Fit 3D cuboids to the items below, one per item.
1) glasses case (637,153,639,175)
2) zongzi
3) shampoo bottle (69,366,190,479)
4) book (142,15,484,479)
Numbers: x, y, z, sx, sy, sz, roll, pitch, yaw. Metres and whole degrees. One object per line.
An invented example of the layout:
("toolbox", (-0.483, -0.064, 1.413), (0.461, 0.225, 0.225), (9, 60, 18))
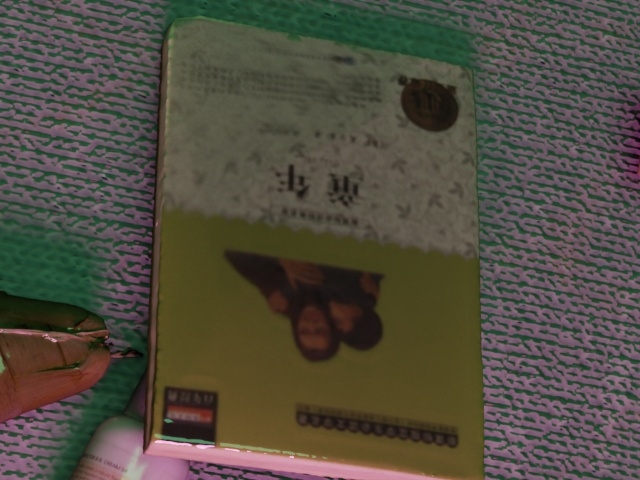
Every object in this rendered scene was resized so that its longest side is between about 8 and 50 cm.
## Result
("glasses case", (0.331, -0.066, 1.549), (0.193, 0.070, 0.102), (10, 107, -14))
("zongzi", (-0.234, 0.038, 1.382), (0.189, 0.081, 0.178), (-21, 78, -22))
("shampoo bottle", (-0.123, 0.145, 1.389), (0.074, 0.074, 0.192), (29, 74, -8))
("book", (0.000, 0.000, 1.404), (0.239, 0.035, 0.352), (8, 59, -13))
